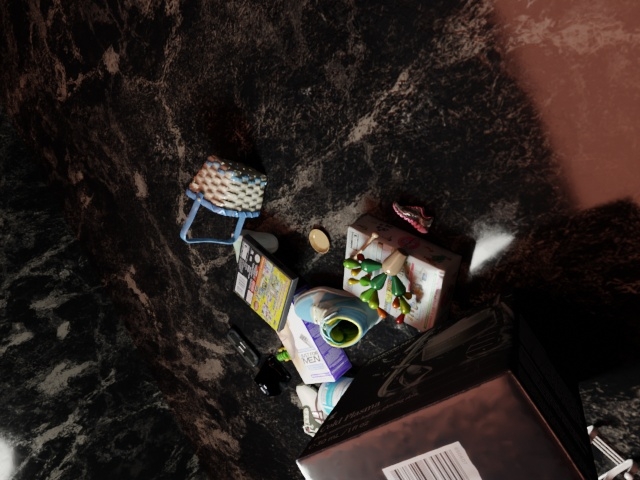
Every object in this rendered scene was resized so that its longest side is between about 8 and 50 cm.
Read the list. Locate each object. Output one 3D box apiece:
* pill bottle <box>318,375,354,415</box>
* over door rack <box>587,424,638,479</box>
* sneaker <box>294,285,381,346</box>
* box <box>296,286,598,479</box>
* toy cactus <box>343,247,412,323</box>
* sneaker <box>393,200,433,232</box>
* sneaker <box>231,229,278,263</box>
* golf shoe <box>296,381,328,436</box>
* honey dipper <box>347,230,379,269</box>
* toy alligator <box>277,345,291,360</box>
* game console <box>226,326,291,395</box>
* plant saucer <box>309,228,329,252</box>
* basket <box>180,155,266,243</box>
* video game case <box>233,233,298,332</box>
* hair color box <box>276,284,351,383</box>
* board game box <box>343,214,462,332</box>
[{"bbox_3d":[0.108,0.539,1.638,0.146,0.146,0.264,62,152,-4],"label":"pill bottle"},{"bbox_3d":[0.591,0.565,1.247,0.239,0.108,0.324,44,137,18],"label":"over door rack"},{"bbox_3d":[0.017,0.236,1.495,0.319,0.208,0.127,-5,107,31],"label":"sneaker"},{"bbox_3d":[0.286,0.390,1.060,0.480,0.472,0.297,-34,86,25],"label":"box"},{"bbox_3d":[0.170,0.096,1.262,0.219,0.112,0.180,45,119,20],"label":"toy cactus"},{"bbox_3d":[0.245,-0.073,1.263,0.119,0.047,0.057,41,114,19],"label":"sneaker"},{"bbox_3d":[-0.225,0.051,1.747,0.256,0.094,0.150,15,117,50],"label":"sneaker"},{"bbox_3d":[-0.024,0.691,1.916,0.272,0.120,0.105,56,140,5],"label":"golf shoe"},{"bbox_3d":[0.112,0.025,1.314,0.030,0.030,0.160,47,135,13],"label":"honey dipper"},{"bbox_3d":[-0.126,0.447,1.919,0.190,0.051,0.056,-32,90,49],"label":"toy alligator"},{"bbox_3d":[-0.283,0.521,2.126,0.361,0.044,0.213,45,135,14],"label":"game console"},{"bbox_3d":[0.000,0.000,1.558,0.084,0.015,0.083,24,128,34],"label":"plant saucer"},{"bbox_3d":[-0.319,-0.121,1.607,0.201,0.255,0.288,27,101,27],"label":"basket"},{"bbox_3d":[-0.196,0.150,1.670,0.248,0.035,0.274,39,134,24],"label":"video game case"},{"bbox_3d":[-0.051,0.343,1.745,0.185,0.110,0.338,-26,92,49],"label":"hair color box"},{"bbox_3d":[0.214,0.091,1.343,0.304,0.098,0.223,28,131,32],"label":"board game box"}]
